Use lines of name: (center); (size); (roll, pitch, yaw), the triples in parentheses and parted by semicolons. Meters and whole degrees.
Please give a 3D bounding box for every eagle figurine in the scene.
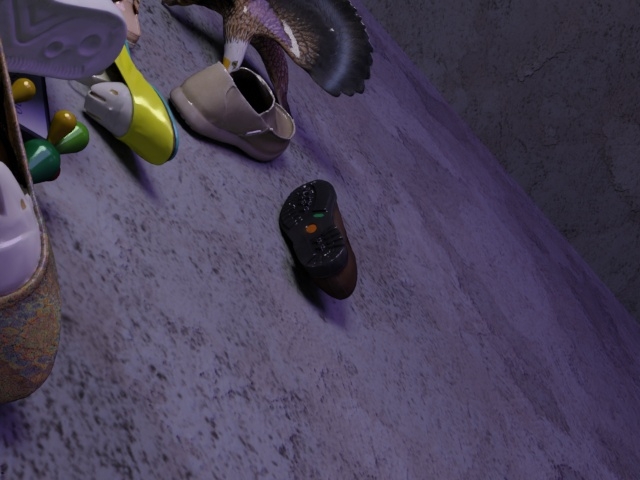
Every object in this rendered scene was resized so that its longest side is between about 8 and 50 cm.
eagle figurine: (-0.087, -0.327, 1.589); (0.298, 0.225, 0.226); (28, 18, -27)

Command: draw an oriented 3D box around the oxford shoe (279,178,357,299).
oxford shoe: (0.000, 0.000, 1.369); (0.227, 0.082, 0.096); (-100, 165, -54)

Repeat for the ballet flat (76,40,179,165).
ballet flat: (-0.234, -0.169, 1.148); (0.077, 0.077, 0.231); (1, 47, -39)

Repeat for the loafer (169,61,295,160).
loafer: (-0.098, -0.179, 1.420); (0.102, 0.092, 0.268); (57, 20, 15)

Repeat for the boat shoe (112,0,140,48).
boat shoe: (-0.266, -0.323, 1.350); (0.063, 0.059, 0.170); (25, 32, -52)

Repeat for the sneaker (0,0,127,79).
sneaker: (-0.343, -0.269, 0.940); (0.236, 0.130, 0.322); (50, 22, 24)

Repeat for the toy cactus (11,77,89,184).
toy cactus: (-0.280, -0.069, 0.837); (0.219, 0.112, 0.181); (19, 55, -61)

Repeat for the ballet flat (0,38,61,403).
ballet flat: (-0.252, -0.063, 0.701); (0.123, 0.123, 0.349); (6, 66, -64)

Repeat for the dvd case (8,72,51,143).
dvd case: (-0.360, -0.196, 0.963); (0.253, 0.022, 0.180); (34, 26, -42)
